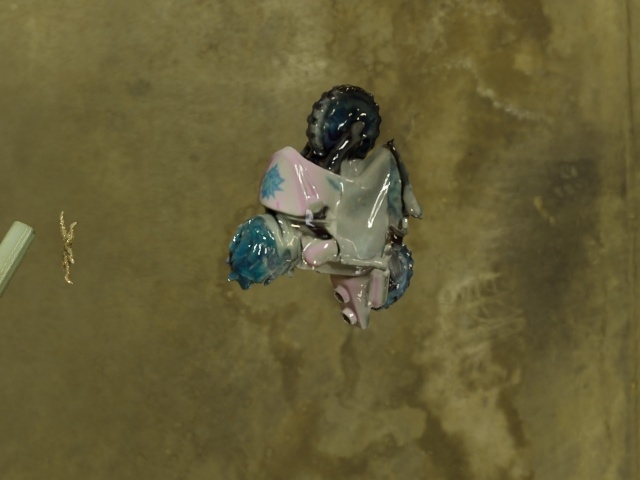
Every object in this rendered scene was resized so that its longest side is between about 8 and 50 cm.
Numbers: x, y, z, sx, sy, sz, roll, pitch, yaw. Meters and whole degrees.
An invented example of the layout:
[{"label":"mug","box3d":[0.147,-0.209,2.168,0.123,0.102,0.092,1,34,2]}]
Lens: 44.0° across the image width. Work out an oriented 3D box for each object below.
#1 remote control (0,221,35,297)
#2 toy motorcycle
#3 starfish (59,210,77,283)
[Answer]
[{"label":"remote control","box3d":[-0.397,0.086,0.905,0.038,0.098,0.233,31,50,-17]},{"label":"toy motorcycle","box3d":[-0.004,-0.001,0.736,0.204,0.108,0.239,-37,112,-27]},{"label":"starfish","box3d":[-0.321,0.010,1.000,0.016,0.086,0.092,-6,79,-31]}]
